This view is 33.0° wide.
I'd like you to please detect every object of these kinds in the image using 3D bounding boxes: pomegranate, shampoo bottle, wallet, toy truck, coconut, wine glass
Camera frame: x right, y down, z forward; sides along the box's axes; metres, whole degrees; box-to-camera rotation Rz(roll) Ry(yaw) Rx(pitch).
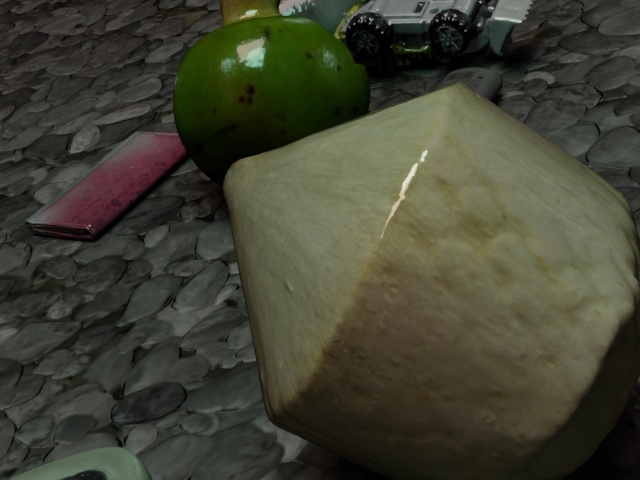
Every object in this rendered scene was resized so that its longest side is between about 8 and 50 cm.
[{"bbox_3d":[-0.070,-0.204,1.265,0.236,0.302,0.236,-12,5,1],"label":"pomegranate"},{"bbox_3d":[0.161,-0.159,1.316,0.080,0.040,0.165,5,38,30],"label":"shampoo bottle"},{"bbox_3d":[-0.267,-0.077,1.414,0.119,0.025,0.232,6,38,34],"label":"wallet"},{"bbox_3d":[0.155,-0.291,1.461,0.286,0.111,0.136,3,47,27],"label":"toy truck"},{"bbox_3d":[0.071,0.032,0.788,0.329,0.329,0.329,-13,31,8],"label":"coconut"},{"bbox_3d":[0.006,-0.344,1.617,0.204,0.111,0.111,-23,31,-17],"label":"wine glass"}]

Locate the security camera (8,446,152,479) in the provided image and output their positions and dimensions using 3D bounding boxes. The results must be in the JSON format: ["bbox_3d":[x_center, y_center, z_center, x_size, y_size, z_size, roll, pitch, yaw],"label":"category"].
[{"bbox_3d":[-0.270,0.258,0.842,0.301,0.080,0.157,-20,32,0],"label":"security camera"}]
